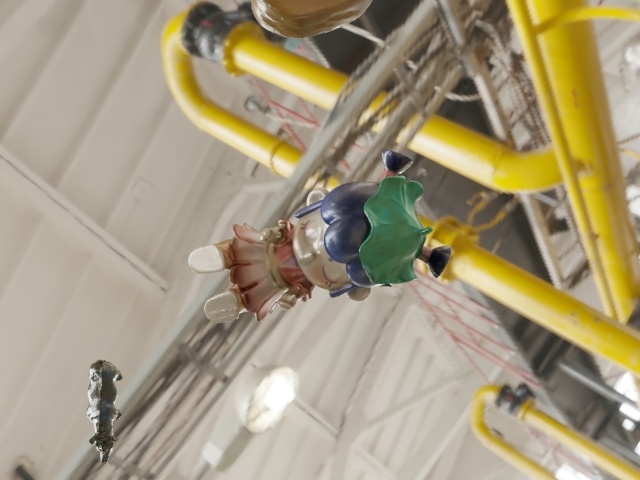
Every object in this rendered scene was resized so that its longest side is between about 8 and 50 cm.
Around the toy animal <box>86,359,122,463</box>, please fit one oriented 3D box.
[{"bbox_3d":[-0.285,0.223,1.269,0.065,0.047,0.136,128,144,-74],"label":"toy animal"}]

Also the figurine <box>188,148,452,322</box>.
[{"bbox_3d":[0.000,0.000,0.787,0.102,0.194,0.112,-32,-74,-67],"label":"figurine"}]

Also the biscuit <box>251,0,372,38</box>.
[{"bbox_3d":[-0.062,-0.271,0.619,0.216,0.339,0.047,-38,-19,-21],"label":"biscuit"}]
